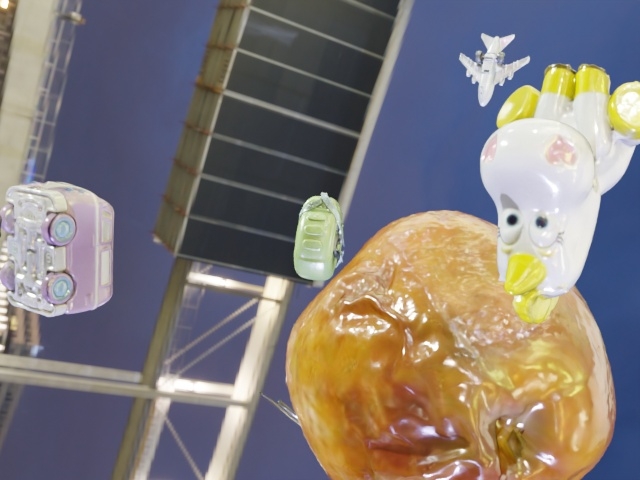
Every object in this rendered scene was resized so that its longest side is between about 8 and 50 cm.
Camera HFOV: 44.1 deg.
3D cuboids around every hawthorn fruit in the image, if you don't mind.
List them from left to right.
[{"bbox_3d":[0.173,0.182,1.109,0.472,0.472,0.471,-34,-131,52],"label":"hawthorn fruit"}]

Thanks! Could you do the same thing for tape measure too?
[{"bbox_3d":[0.000,0.000,1.478,0.177,0.088,0.154,81,20,-56],"label":"tape measure"}]

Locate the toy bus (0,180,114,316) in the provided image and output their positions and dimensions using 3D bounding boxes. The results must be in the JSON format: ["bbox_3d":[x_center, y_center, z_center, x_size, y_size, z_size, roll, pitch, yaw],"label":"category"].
[{"bbox_3d":[-0.418,0.008,1.264,0.142,0.142,0.202,12,-76,34],"label":"toy bus"}]

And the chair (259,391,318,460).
[{"bbox_3d":[0.023,0.421,1.793,0.170,0.325,0.160,-47,-165,-17],"label":"chair"}]

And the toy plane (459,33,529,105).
[{"bbox_3d":[0.385,-0.389,1.791,0.162,0.065,0.171,10,-105,29],"label":"toy plane"}]

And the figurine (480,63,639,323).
[{"bbox_3d":[0.154,-0.030,0.511,0.109,0.129,0.178,9,-140,26],"label":"figurine"}]

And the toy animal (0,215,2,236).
[{"bbox_3d":[-0.623,-0.001,1.043,0.358,0.258,0.193,11,-75,39],"label":"toy animal"}]
